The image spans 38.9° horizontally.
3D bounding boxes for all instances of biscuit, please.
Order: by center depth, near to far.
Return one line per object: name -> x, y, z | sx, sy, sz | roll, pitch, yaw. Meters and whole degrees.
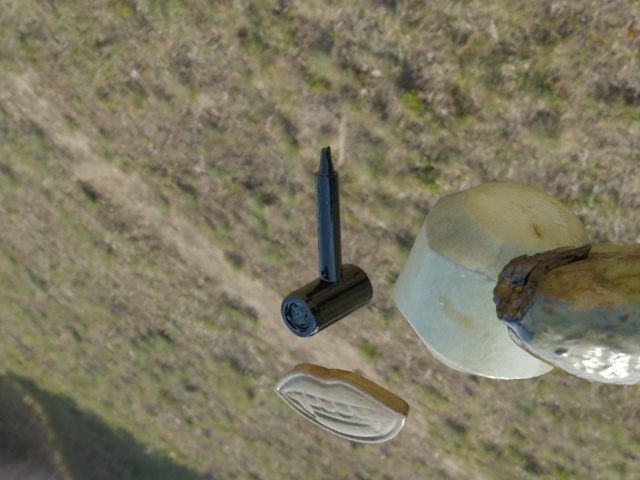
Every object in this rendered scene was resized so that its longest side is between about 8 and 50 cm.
biscuit -> 0.028, 0.228, 1.258 | 0.220, 0.029, 0.142 | 7, 136, 33

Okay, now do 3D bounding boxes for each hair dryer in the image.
hair dryer -> 0.000, 0.000, 1.222 | 0.070, 0.128, 0.255 | 15, 120, 39

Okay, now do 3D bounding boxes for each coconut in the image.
coconut -> 0.185, 0.054, 0.989 | 0.202, 0.202, 0.222 | 29, 128, 19

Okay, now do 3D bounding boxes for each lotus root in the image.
lotus root -> 0.243, 0.042, 0.605 | 0.110, 0.258, 0.097 | -132, 34, -84
